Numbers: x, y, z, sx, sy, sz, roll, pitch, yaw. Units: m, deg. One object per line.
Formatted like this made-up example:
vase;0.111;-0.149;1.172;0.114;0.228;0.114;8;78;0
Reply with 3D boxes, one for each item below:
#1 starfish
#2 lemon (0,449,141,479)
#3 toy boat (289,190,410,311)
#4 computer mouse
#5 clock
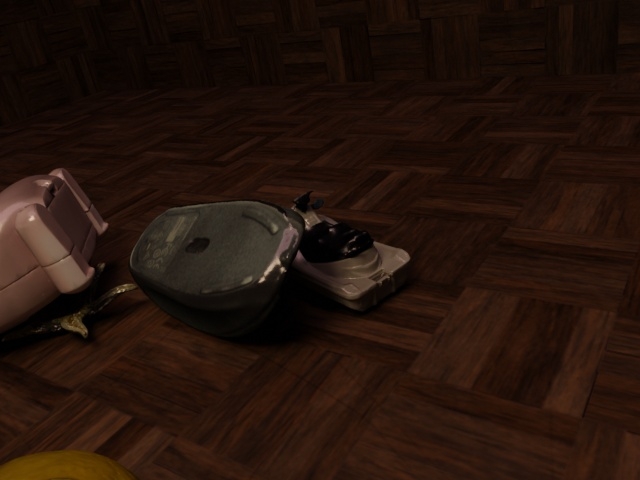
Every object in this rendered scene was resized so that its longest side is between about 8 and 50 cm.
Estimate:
starfish;-0.391;0.115;0.928;0.208;0.053;0.176;-31;27;-14
lemon;-0.207;0.251;0.443;0.178;0.203;0.178;14;26;-7
toy boat;0.004;0.007;0.917;0.141;0.140;0.269;-29;46;-31
computer mouse;-0.146;0.033;0.878;0.374;0.114;0.203;7;62;45
clock;-0.538;0.043;0.957;0.326;0.184;0.342;-32;19;-1
